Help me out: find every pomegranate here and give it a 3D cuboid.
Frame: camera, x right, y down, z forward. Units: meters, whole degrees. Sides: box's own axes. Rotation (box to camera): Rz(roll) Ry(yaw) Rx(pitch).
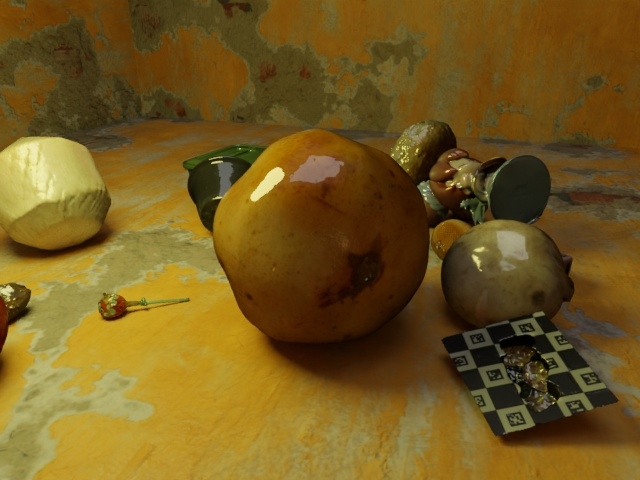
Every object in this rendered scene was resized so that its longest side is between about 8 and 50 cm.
[{"bbox_3d":[0.000,0.000,0.917,0.415,0.418,0.417,1,23,0],"label":"pomegranate"}]

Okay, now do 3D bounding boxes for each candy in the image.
[{"bbox_3d":[-0.372,0.132,1.016,0.184,0.049,0.056,-2,52,-23],"label":"candy"}]

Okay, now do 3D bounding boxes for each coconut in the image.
[{"bbox_3d":[-0.737,-0.142,1.278,0.328,0.329,0.329,1,23,0],"label":"coconut"}]

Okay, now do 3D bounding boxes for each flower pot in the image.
[{"bbox_3d":[-0.276,-0.111,1.403,0.234,0.236,0.148,-2,43,-6],"label":"flower pot"}]

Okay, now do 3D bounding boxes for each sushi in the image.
[{"bbox_3d":[0.328,0.224,0.786,0.192,0.051,0.215,-16,30,1],"label":"sushi"}]

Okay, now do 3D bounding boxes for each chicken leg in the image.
[{"bbox_3d":[-0.662,0.151,0.933,0.084,0.069,0.198,27,33,2],"label":"chicken leg"}]

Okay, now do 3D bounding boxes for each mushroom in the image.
[{"bbox_3d":[0.371,0.077,0.966,0.254,0.184,0.255,-7,52,10],"label":"mushroom"}]

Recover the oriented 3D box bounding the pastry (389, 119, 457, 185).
[{"bbox_3d":[0.332,-0.240,1.587,0.136,0.330,0.329,31,36,33],"label":"pastry"}]

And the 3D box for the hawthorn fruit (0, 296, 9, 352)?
[{"bbox_3d":[-0.617,0.131,0.800,0.178,0.179,0.201,-5,47,-13],"label":"hawthorn fruit"}]

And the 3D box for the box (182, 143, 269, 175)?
[{"bbox_3d":[-0.285,-0.221,1.675,0.252,0.178,0.328,10,26,25],"label":"box"}]

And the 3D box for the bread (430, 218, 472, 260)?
[{"bbox_3d":[0.352,0.010,1.240,0.114,0.077,0.189,-33,27,7],"label":"bread"}]

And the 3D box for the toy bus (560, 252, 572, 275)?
[{"bbox_3d":[0.490,0.047,1.155,0.108,0.096,0.198,-12,28,-38],"label":"toy bus"}]

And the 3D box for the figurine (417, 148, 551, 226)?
[{"bbox_3d":[0.446,-0.139,1.367,0.276,0.249,0.388,-5,17,-19],"label":"figurine"}]
